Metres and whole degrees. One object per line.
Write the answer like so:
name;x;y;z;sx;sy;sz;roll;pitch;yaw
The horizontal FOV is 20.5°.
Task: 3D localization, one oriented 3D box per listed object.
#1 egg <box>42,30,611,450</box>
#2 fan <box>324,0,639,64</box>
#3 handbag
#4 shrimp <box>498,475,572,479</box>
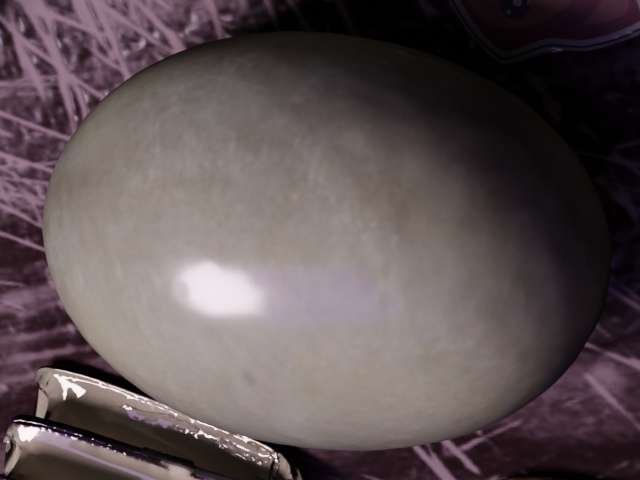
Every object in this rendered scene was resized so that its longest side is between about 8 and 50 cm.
egg;0.000;0.000;1.078;0.352;0.258;0.258;11;124;12
fan;0.097;-0.169;1.086;0.220;0.009;0.132;-5;116;23
handbag;-0.159;0.303;1.400;0.236;0.160;0.359;16;126;3
shrimp;0.215;0.240;1.273;0.236;0.053;0.133;16;123;16
